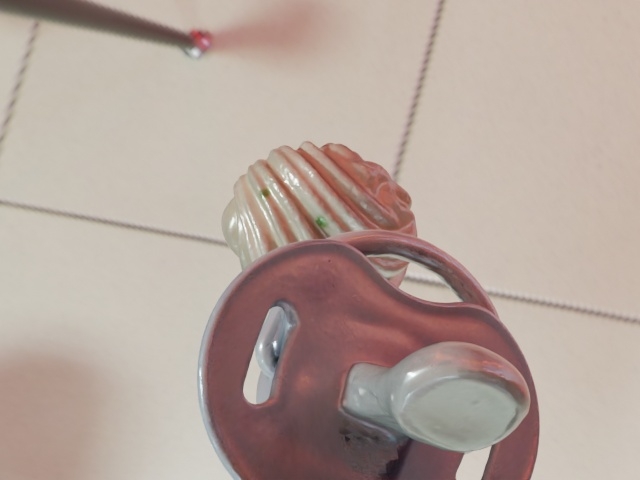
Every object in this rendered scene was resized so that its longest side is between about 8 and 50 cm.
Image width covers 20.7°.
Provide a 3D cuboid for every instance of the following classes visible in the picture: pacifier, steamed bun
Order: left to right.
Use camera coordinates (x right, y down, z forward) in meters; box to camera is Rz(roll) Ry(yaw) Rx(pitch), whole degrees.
[{"bbox_3d":[0.000,0.000,1.573,0.183,0.106,0.183,3,111,8],"label":"steamed bun"},{"bbox_3d":[0.062,0.097,1.221,0.207,0.279,0.227,-12,56,64],"label":"pacifier"}]
